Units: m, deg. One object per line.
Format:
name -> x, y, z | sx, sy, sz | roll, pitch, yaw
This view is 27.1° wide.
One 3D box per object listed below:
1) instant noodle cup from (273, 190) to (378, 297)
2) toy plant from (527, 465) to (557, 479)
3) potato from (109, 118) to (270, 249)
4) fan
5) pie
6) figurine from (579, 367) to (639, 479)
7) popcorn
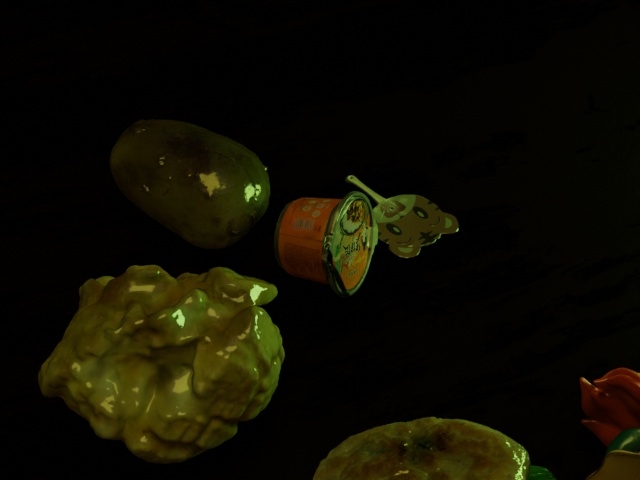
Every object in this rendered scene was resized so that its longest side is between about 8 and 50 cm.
instant noodle cup -> 0.000, 0.000, 2.222 | 0.125, 0.208, 0.178 | 7, 86, 24
toy plant -> 0.239, 0.398, 1.885 | 0.154, 0.088, 0.240 | 34, 55, 27
potato -> -0.226, -0.108, 2.294 | 0.307, 0.173, 0.210 | 27, 51, 17
fan -> 0.129, -0.056, 2.385 | 0.152, 0.008, 0.226 | -32, 56, -30
pie -> 0.137, 0.342, 1.864 | 0.337, 0.075, 0.337 | -16, 24, 7
figurine -> 0.486, 0.283, 1.967 | 0.208, 0.181, 0.257 | -6, 30, 31
popcorn -> -0.223, 0.171, 1.985 | 0.334, 0.294, 0.292 | 16, 2, 7
